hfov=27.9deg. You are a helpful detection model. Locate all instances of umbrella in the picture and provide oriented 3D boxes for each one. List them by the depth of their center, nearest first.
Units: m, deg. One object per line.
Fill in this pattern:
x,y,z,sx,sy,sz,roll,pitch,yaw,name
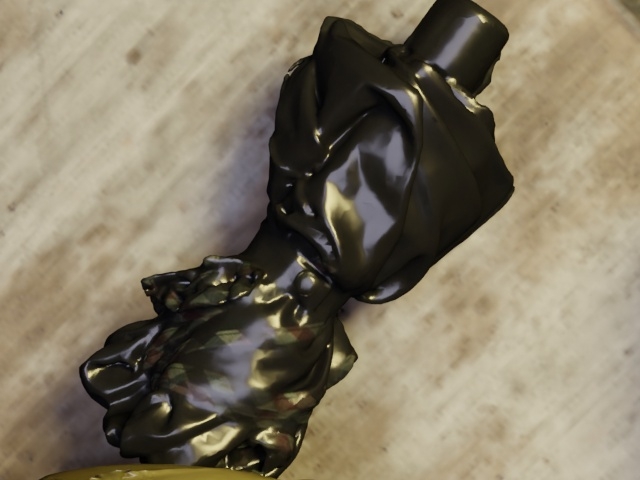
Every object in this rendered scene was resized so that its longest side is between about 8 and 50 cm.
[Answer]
0.000,0.001,0.626,0.122,0.110,0.272,36,92,5,umbrella

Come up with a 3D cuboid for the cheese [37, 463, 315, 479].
-0.103,0.211,0.593,0.316,0.128,0.259,-10,126,22,cheese
